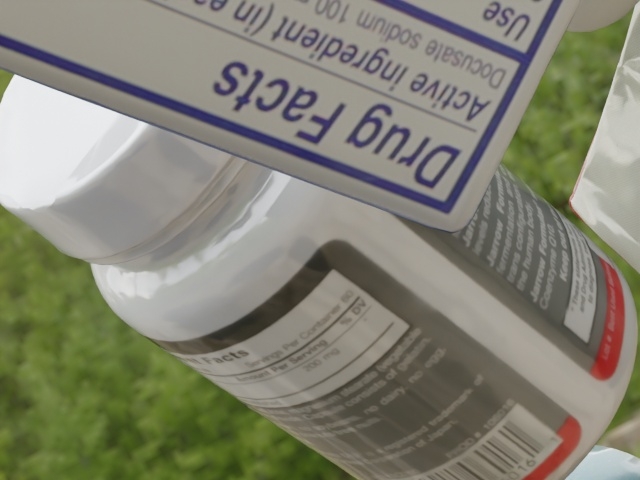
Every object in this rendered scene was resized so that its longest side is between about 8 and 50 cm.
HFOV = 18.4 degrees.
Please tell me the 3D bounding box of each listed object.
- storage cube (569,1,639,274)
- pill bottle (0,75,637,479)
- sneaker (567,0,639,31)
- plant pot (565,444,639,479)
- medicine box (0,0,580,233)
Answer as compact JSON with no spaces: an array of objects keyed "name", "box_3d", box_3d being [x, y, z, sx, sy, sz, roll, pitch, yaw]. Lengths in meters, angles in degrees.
[{"name":"storage cube","box_3d":[0.265,-0.053,0.949,0.193,0.215,0.183,-11,-49,-32]},{"name":"pill bottle","box_3d":[0.000,0.000,0.887,0.161,0.283,0.161,-31,39,29]},{"name":"sneaker","box_3d":[0.130,-0.142,0.729,0.085,0.086,0.237,-6,-27,-18]},{"name":"plant pot","box_3d":[0.120,0.281,1.059,0.195,0.290,0.290,-24,-3,-24]},{"name":"medicine box","box_3d":[-0.038,-0.186,0.460,0.289,0.263,0.149,-64,28,13]}]
